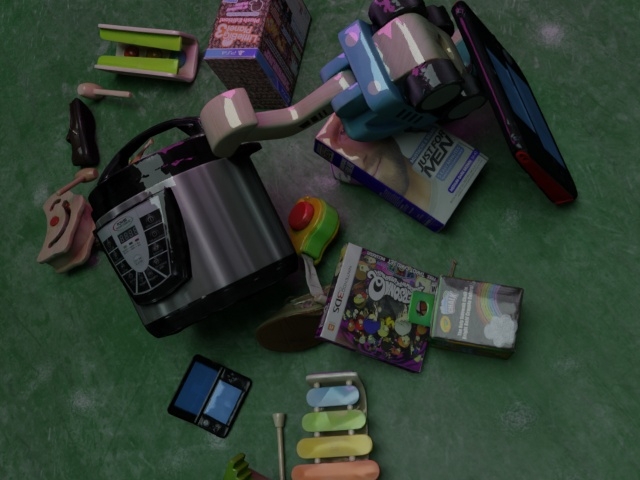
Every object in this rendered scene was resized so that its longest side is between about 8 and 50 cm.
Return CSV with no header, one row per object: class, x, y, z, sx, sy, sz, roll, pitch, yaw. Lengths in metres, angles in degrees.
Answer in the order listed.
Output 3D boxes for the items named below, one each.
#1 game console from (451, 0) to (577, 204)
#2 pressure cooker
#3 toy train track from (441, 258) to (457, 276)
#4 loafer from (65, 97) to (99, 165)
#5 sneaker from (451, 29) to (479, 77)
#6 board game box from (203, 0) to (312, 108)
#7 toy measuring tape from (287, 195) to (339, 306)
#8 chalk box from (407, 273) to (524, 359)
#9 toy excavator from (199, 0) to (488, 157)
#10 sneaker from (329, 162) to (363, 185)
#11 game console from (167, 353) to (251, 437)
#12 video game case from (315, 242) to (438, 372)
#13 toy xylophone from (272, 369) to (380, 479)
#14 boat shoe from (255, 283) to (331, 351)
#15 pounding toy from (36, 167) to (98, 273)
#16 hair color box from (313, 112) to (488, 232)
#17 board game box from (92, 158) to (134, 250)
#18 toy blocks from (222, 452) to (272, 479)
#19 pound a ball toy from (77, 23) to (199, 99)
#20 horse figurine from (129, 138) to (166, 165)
game console,0.406,-0.276,1.478,0.060,0.342,0.386,-27,62,23
pressure cooker,-0.288,-0.042,1.536,0.370,0.375,0.420,-25,89,-20
toy train track,0.283,0.074,1.543,0.014,0.048,0.083,-20,39,46
loafer,-0.678,-0.301,1.994,0.078,0.080,0.220,-20,64,9
sneaker,0.301,-0.371,1.679,0.121,0.108,0.302,35,81,31
board game box,-0.150,-0.518,1.822,0.141,0.232,0.291,5,70,21
toy measuring tape,0.000,0.000,1.592,0.121,0.121,0.330,-26,41,7
chalk box,0.284,0.152,1.436,0.213,0.132,0.132,9,76,11
toy excavator,0.047,-0.281,1.408,0.445,0.433,0.222,-31,75,27
sneaker,0.095,-0.270,1.714,0.161,0.102,0.282,8,71,24
game console,-0.243,0.344,1.582,0.124,0.085,0.144,20,77,25
video game case,0.126,0.141,1.495,0.232,0.042,0.210,22,73,-13
toy xylophone,0.007,0.435,1.463,0.236,0.081,0.322,-16,64,13
boat shoe,-0.008,0.160,1.581,0.285,0.104,0.089,-20,31,4
pounding toy,-0.671,-0.065,1.838,0.154,0.155,0.269,-5,61,30
hair color box,0.173,-0.190,1.581,0.339,0.110,0.185,34,81,4
board game box,-0.505,-0.085,1.878,0.136,0.030,0.259,18,76,22
toy blocks,-0.096,0.622,1.343,0.261,0.191,0.381,22,100,19
pound a ball toy,-0.507,-0.483,2.004,0.319,0.136,0.208,11,98,22
horse figurine,-0.427,-0.166,1.788,0.263,0.066,0.174,23,70,49
